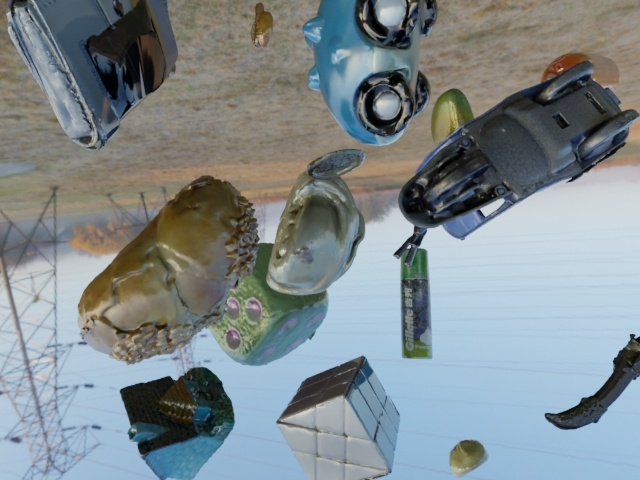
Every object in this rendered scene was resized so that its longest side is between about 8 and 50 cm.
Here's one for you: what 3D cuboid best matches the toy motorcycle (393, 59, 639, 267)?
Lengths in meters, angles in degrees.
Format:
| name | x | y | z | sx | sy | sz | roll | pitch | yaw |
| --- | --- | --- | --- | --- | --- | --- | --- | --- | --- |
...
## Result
| name | x | y | z | sx | sy | sz | roll | pitch | yaw |
| --- | --- | --- | --- | --- | --- | --- | --- | --- | --- |
| toy motorcycle | 0.230 | -0.091 | 0.526 | 0.358 | 0.125 | 0.213 | -27 | 167 | -19 |

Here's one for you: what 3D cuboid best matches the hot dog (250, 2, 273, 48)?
| name | x | y | z | sx | sy | sz | roll | pitch | yaw |
| --- | --- | --- | --- | --- | --- | --- | --- | --- | --- |
| hot dog | -0.201 | -0.735 | 1.413 | 0.060 | 0.141 | 0.089 | 6 | -164 | -42 |

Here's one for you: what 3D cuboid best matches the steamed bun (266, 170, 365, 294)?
| name | x | y | z | sx | sy | sz | roll | pitch | yaw |
| --- | --- | --- | --- | --- | --- | --- | --- | --- | --- |
| steamed bun | 0.003 | -0.010 | 1.034 | 0.219 | 0.310 | 0.324 | 18 | 163 | -12 |

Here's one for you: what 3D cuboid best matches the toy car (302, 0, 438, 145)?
| name | x | y | z | sx | sy | sz | roll | pitch | yaw |
| --- | --- | --- | --- | --- | --- | --- | --- | --- | --- |
| toy car | 0.067 | -0.274 | 0.617 | 0.189 | 0.256 | 0.188 | 7 | -151 | 20 |

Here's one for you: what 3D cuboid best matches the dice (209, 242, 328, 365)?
| name | x | y | z | sx | sy | sz | roll | pitch | yaw |
| --- | --- | --- | --- | --- | --- | --- | --- | --- | --- |
| dice | -0.191 | 0.221 | 1.447 | 0.322 | 0.330 | 0.318 | -1 | -137 | -52 |

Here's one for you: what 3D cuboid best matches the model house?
| name | x | y | z | sx | sy | sz | roll | pitch | yaw |
| --- | --- | --- | --- | --- | --- | --- | --- | --- | --- |
| model house | -0.410 | 0.455 | 1.104 | 0.261 | 0.226 | 0.241 | 35 | 176 | 44 |

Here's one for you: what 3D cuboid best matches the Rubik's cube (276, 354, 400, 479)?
| name | x | y | z | sx | sy | sz | roll | pitch | yaw |
| --- | --- | --- | --- | --- | --- | --- | --- | --- | --- |
| Rubik's cube | 0.058 | 0.481 | 1.101 | 0.221 | 0.231 | 0.224 | -29 | -177 | 20 |

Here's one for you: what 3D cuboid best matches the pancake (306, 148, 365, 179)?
| name | x | y | z | sx | sy | sz | roll | pitch | yaw |
| --- | --- | --- | --- | --- | --- | --- | --- | --- | --- |
| pancake | 0.028 | -0.136 | 0.736 | 0.114 | 0.011 | 0.115 | -18 | 167 | -4 |

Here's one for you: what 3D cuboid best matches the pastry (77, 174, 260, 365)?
| name | x | y | z | sx | sy | sz | roll | pitch | yaw |
| --- | --- | --- | --- | --- | --- | --- | --- | --- | --- |
| pastry | -0.203 | 0.057 | 0.627 | 0.311 | 0.161 | 0.255 | -52 | 180 | -10 |

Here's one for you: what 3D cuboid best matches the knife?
| name | x | y | z | sx | sy | sz | roll | pitch | yaw |
| --- | --- | --- | --- | --- | --- | --- | --- | --- | --- |
| knife | 0.343 | 0.137 | 0.456 | 0.222 | 0.046 | 0.021 | -42 | 178 | -2 |

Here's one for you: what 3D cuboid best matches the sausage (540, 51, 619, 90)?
| name | x | y | z | sx | sy | sz | roll | pitch | yaw |
| --- | --- | --- | --- | --- | --- | --- | --- | --- | --- |
| sausage | 0.496 | -0.311 | 0.791 | 0.092 | 0.093 | 0.312 | 0 | -165 | 44 |

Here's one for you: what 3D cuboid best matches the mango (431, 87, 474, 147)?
| name | x | y | z | sx | sy | sz | roll | pitch | yaw |
| --- | --- | --- | --- | --- | --- | --- | --- | --- | --- |
| mango | 0.360 | -0.315 | 1.124 | 0.091 | 0.195 | 0.130 | -27 | -140 | -20 |

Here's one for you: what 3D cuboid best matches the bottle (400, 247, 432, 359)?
| name | x | y | z | sx | sy | sz | roll | pitch | yaw |
| --- | --- | --- | --- | --- | --- | --- | --- | --- | --- |
| bottle | 0.291 | 0.191 | 1.264 | 0.093 | 0.331 | 0.093 | 1 | 166 | 0 |

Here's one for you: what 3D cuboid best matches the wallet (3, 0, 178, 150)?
| name | x | y | z | sx | sy | sz | roll | pitch | yaw |
| --- | --- | --- | --- | --- | --- | --- | --- | --- | --- |
| wallet | -0.241 | -0.232 | 0.487 | 0.069 | 0.170 | 0.231 | 3 | -137 | 7 |

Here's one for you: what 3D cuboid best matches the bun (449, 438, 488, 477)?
| name | x | y | z | sx | sy | sz | roll | pitch | yaw |
| --- | --- | --- | --- | --- | --- | --- | --- | --- | --- |
| bun | 0.282 | 0.419 | 0.802 | 0.086 | 0.086 | 0.055 | -12 | -130 | -28 |
